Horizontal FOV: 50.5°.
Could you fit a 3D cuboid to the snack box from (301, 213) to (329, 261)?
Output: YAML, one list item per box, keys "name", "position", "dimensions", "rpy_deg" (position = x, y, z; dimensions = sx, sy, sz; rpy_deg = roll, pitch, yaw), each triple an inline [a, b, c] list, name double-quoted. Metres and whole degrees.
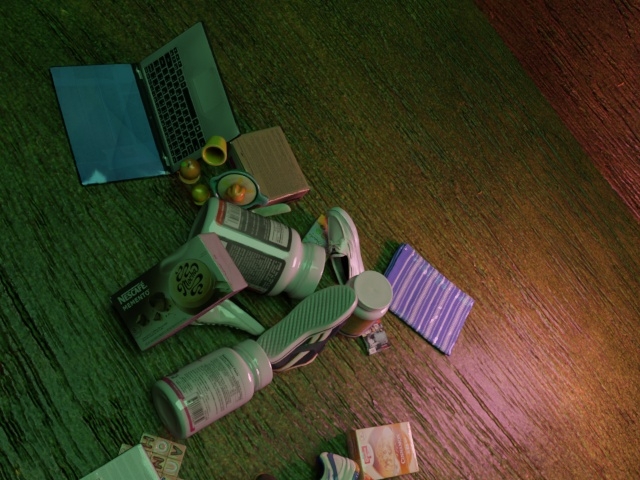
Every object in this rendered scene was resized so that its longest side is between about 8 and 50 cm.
- name: "snack box"
  position: [0.000, 0.000, 2.134]
  dimensions: [0.100, 0.037, 0.141]
  rpy_deg: [40, 56, -8]

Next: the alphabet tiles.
- name: "alphabet tiles"
  position: [-0.419, 0.604, 1.660]
  dimensions: [0.198, 0.009, 0.237]
  rpy_deg: [24, 60, -18]

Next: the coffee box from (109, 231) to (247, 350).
- name: "coffee box"
  position: [-0.360, 0.129, 1.727]
  dimensions: [0.168, 0.297, 0.119]
  rpy_deg: [58, 13, 3]

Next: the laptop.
- name: "laptop"
  position: [-0.497, -0.395, 1.924]
  dimensions: [0.236, 0.407, 0.382]
  rpy_deg: [6, 61, -64]

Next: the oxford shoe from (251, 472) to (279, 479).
- name: "oxford shoe"
  position: [-0.045, 0.634, 1.581]
  dimensions: [0.271, 0.098, 0.097]
  rpy_deg: [41, 39, 3]

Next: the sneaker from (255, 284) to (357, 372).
- name: "sneaker"
  position: [-0.030, 0.250, 1.904]
  dimensions: [0.321, 0.127, 0.126]
  rpy_deg: [-33, 50, -6]

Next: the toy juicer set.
- name: "toy juicer set"
  position: [-0.265, -0.129, 1.932]
  dimensions: [0.329, 0.209, 0.090]
  rpy_deg: [46, 29, -31]

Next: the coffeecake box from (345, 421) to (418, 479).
- name: "coffeecake box"
  position: [0.176, 0.606, 1.947]
  dimensions: [0.185, 0.068, 0.143]
  rpy_deg: [-1, 70, -28]

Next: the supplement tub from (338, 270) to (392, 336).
- name: "supplement tub"
  position: [0.117, 0.187, 2.008]
  dimensions: [0.144, 0.200, 0.145]
  rpy_deg: [11, 57, -17]

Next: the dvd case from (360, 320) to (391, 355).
- name: "dvd case"
  position: [0.161, 0.289, 2.111]
  dimensions: [0.087, 0.013, 0.120]
  rpy_deg: [-16, 76, -33]

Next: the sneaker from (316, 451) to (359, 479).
- name: "sneaker"
  position: [-0.003, 0.711, 1.800]
  dimensions: [0.130, 0.112, 0.297]
  rpy_deg: [23, 56, 2]

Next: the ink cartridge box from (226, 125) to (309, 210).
- name: "ink cartridge box"
  position: [-0.171, -0.221, 2.106]
  dimensions: [0.193, 0.088, 0.235]
  rpy_deg: [-20, 80, -32]

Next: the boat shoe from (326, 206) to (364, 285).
- name: "boat shoe"
  position: [0.067, 0.026, 2.083]
  dimensions: [0.084, 0.095, 0.258]
  rpy_deg: [-30, 104, -46]

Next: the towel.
- name: "towel"
  position: [0.347, 0.188, 2.242]
  dimensions: [0.336, 0.040, 0.243]
  rpy_deg: [39, 57, -9]

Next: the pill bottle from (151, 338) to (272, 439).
- name: "pill bottle"
  position: [-0.274, 0.374, 1.747]
  dimensions: [0.283, 0.160, 0.161]
  rpy_deg: [-24, 82, -34]

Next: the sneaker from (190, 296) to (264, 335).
- name: "sneaker"
  position: [-0.292, 0.199, 1.872]
  dimensions: [0.290, 0.106, 0.123]
  rpy_deg: [36, 90, -19]

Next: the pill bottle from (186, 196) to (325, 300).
- name: "pill bottle"
  position: [-0.183, 0.035, 1.915]
  dimensions: [0.362, 0.210, 0.210]
  rpy_deg: [22, 60, -19]

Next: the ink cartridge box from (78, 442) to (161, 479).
- name: "ink cartridge box"
  position: [-0.475, 0.593, 1.617]
  dimensions: [0.179, 0.045, 0.146]
  rpy_deg: [-28, 85, -16]
